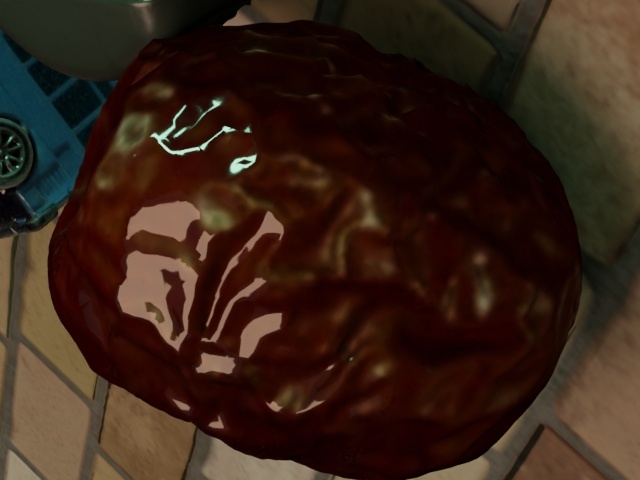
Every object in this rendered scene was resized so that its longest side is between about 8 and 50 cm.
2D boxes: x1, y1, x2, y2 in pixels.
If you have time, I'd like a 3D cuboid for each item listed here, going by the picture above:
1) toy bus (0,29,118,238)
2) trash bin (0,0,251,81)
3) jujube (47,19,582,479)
[{"bbox_3d":[-0.223,-0.125,1.026,0.116,0.133,0.234,-7,123,56],"label":"toy bus"},{"bbox_3d":[-0.119,-0.198,0.852,0.177,0.101,0.236,19,135,43],"label":"trash bin"},{"bbox_3d":[0.000,0.000,0.799,0.232,0.213,0.213,24,151,-11],"label":"jujube"}]
